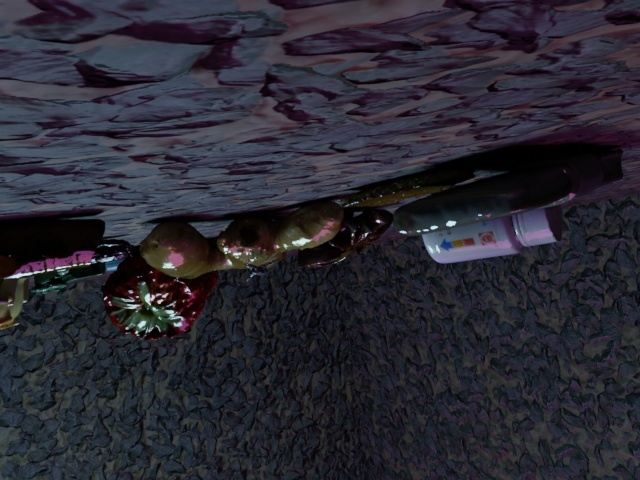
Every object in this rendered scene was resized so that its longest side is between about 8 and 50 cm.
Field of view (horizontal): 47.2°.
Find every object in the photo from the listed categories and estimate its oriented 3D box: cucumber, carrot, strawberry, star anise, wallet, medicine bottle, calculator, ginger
[{"bbox_3d":[-0.458,0.024,1.442,0.182,0.053,0.053,-11,177,-1],"label":"cucumber"},{"bbox_3d":[-0.390,0.011,1.024,0.173,0.082,0.082,-4,175,-25],"label":"carrot"},{"bbox_3d":[-0.400,0.115,1.858,0.261,0.261,0.257,-9,-145,15],"label":"strawberry"},{"bbox_3d":[0.053,-0.011,1.633,0.214,0.098,0.220,-30,170,29],"label":"star anise"},{"bbox_3d":[0.309,-0.079,1.151,0.360,0.083,0.252,-16,-179,-44],"label":"wallet"},{"bbox_3d":[0.341,-0.041,1.468,0.255,0.151,0.152,-11,176,30],"label":"medicine bottle"},{"bbox_3d":[-0.490,0.052,1.981,0.210,0.039,0.121,-9,179,4],"label":"calculator"},{"bbox_3d":[-0.157,0.014,1.420,0.363,0.122,0.348,-18,171,-14],"label":"ginger"}]

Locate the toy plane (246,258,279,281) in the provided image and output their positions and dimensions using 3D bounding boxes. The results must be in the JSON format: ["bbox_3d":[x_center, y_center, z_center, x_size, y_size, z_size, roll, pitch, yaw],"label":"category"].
[{"bbox_3d":[-0.113,0.054,1.361,0.078,0.024,0.084,-36,166,14],"label":"toy plane"}]

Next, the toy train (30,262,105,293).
[{"bbox_3d":[-0.578,0.069,1.653,0.132,0.083,0.200,-10,180,-36],"label":"toy train"}]

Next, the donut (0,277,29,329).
[{"bbox_3d":[-0.692,0.105,1.307,0.371,0.150,0.307,-10,177,24],"label":"donut"}]

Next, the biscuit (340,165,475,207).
[{"bbox_3d":[0.157,-0.089,1.201,0.237,0.026,0.131,-13,177,39],"label":"biscuit"}]
